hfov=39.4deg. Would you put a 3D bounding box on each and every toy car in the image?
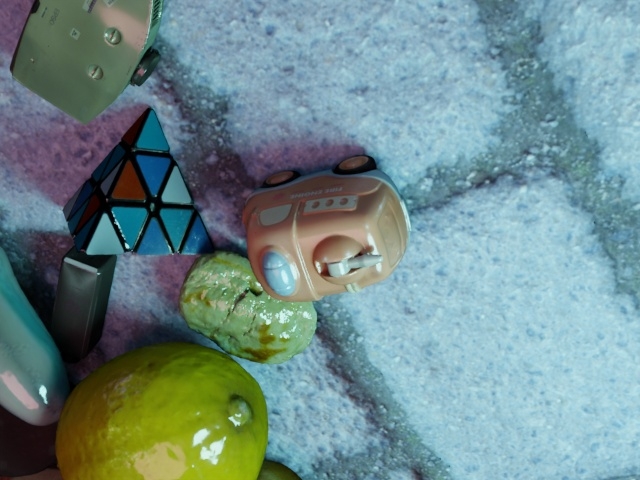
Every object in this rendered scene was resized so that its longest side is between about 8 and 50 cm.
[{"bbox_3d":[0.000,0.000,1.378,0.271,0.212,0.180,-9,116,19],"label":"toy car"}]

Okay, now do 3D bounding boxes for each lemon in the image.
[{"bbox_3d":[-0.244,0.335,1.548,0.364,0.364,0.364,6,119,11],"label":"lemon"}]

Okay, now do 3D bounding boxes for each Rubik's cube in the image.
[{"bbox_3d":[-0.362,-0.089,1.506,0.234,0.284,0.249,-1,94,38],"label":"Rubik's cube"}]

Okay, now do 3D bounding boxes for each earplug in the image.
[{"bbox_3d":[-0.562,0.189,1.584,0.185,0.185,0.324,-38,84,28],"label":"earplug"}]

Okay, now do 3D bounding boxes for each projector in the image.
[{"bbox_3d":[-0.340,-0.316,1.364,0.194,0.088,0.269,34,121,-7],"label":"projector"}]

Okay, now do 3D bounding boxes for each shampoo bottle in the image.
[{"bbox_3d":[-0.440,0.123,1.634,0.080,0.079,0.246,21,121,4],"label":"shampoo bottle"}]

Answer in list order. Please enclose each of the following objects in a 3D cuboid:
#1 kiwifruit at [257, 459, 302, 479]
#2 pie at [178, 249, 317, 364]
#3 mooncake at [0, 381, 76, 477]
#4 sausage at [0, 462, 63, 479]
[{"bbox_3d":[-0.099,0.529,1.706,0.196,0.196,0.234,-19,107,23],"label":"kiwifruit"},{"bbox_3d":[-0.131,0.132,1.546,0.248,0.090,0.201,28,125,-10],"label":"pie"},{"bbox_3d":[-0.609,0.324,1.753,0.283,0.141,0.282,2,116,3],"label":"mooncake"},{"bbox_3d":[-0.548,0.530,1.835,0.255,0.148,0.148,18,123,-17],"label":"sausage"}]
